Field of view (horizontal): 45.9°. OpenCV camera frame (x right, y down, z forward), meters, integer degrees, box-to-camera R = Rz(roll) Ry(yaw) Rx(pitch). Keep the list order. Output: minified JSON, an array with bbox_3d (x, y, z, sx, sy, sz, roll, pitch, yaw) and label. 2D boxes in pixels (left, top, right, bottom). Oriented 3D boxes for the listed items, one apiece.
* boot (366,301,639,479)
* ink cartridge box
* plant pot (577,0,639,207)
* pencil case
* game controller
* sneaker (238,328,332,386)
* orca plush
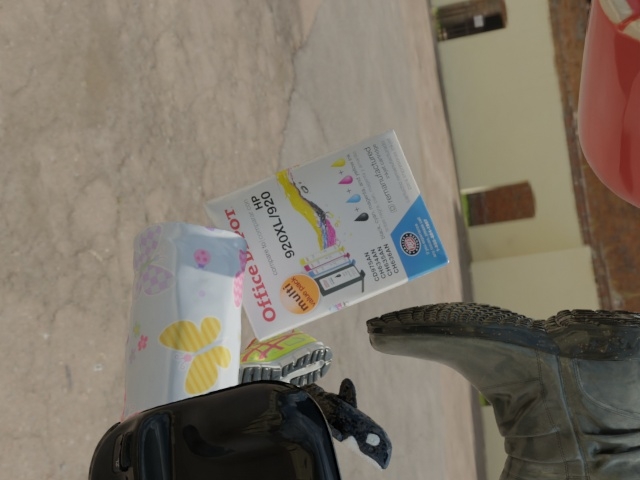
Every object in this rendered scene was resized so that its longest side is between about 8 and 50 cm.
[{"bbox_3d":[0.155,0.138,0.620,0.083,0.246,0.161,-17,108,-71],"label":"boot"},{"bbox_3d":[0.000,0.000,0.903,0.168,0.232,0.171,124,-56,-83],"label":"ink cartridge box"},{"bbox_3d":[0.386,-0.191,0.753,0.243,0.275,0.275,48,36,-56],"label":"plant pot"},{"bbox_3d":[-0.136,0.118,0.727,0.113,0.124,0.273,12,66,-27],"label":"pencil case"},{"bbox_3d":[-0.048,0.250,0.458,0.067,0.166,0.319,74,3,-71],"label":"game controller"},{"bbox_3d":[-0.090,0.184,1.114,0.094,0.208,0.081,41,-48,44],"label":"sneaker"},{"bbox_3d":[0.025,0.299,1.389,0.102,0.287,0.151,-55,139,-11],"label":"orca plush"}]
